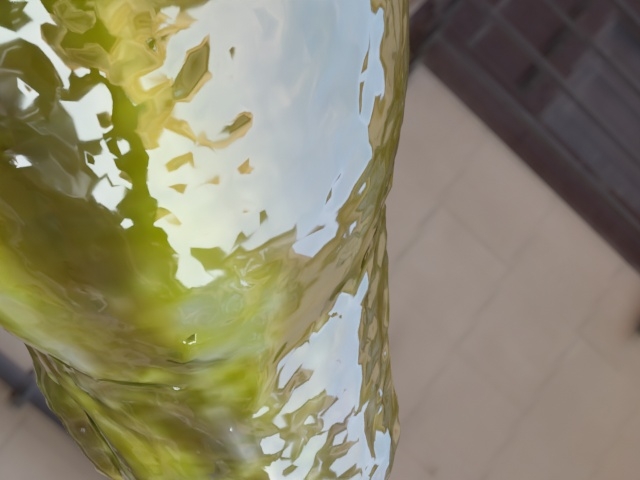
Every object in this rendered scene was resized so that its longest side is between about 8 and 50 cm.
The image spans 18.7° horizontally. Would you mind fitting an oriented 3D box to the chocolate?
[{"bbox_3d":[-0.065,-0.071,0.387,0.162,0.445,0.162,-6,-129,7],"label":"chocolate"}]
